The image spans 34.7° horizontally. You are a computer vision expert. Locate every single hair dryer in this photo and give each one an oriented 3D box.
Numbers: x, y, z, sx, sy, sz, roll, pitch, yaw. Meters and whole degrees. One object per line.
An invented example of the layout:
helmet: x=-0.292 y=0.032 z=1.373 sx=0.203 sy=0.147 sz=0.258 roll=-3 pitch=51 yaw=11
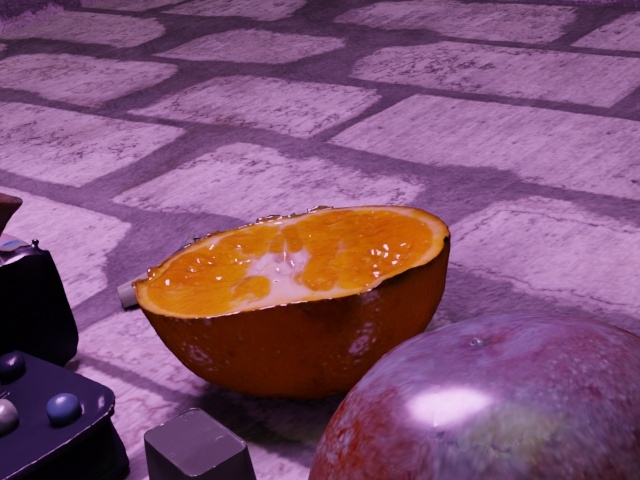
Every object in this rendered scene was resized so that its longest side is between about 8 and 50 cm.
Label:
hair dryer: x=-0.217 y=0.035 z=1.427 sx=0.167 sy=0.067 sz=0.199 roll=-25 pitch=19 yaw=-19

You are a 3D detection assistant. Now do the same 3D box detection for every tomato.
tomato: x=0.142 y=0.199 z=0.723 sx=0.316 sy=0.282 sz=0.317 roll=-15 pitch=15 yaw=4

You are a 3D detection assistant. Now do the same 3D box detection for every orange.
orange: x=-0.016 y=0.047 z=1.107 sx=0.310 sy=0.274 sz=0.274 roll=-42 pitch=24 yaw=10

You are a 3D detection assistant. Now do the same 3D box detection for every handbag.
handbag: x=-0.387 y=0.221 z=1.016 sx=0.269 sy=0.118 sz=0.325 roll=14 pitch=31 yaw=40

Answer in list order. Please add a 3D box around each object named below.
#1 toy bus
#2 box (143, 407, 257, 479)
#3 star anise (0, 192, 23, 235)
toy bus: x=-0.492 y=0.132 z=1.180 sx=0.386 sy=0.171 sz=0.162 roll=-27 pitch=26 yaw=-30
box: x=-0.115 y=0.218 z=0.981 sx=0.084 sy=0.069 sz=0.122 roll=-23 pitch=29 yaw=-32
star anise: x=-0.464 y=0.015 z=1.082 sx=0.315 sy=0.108 sz=0.315 roll=-12 pitch=33 yaw=8
